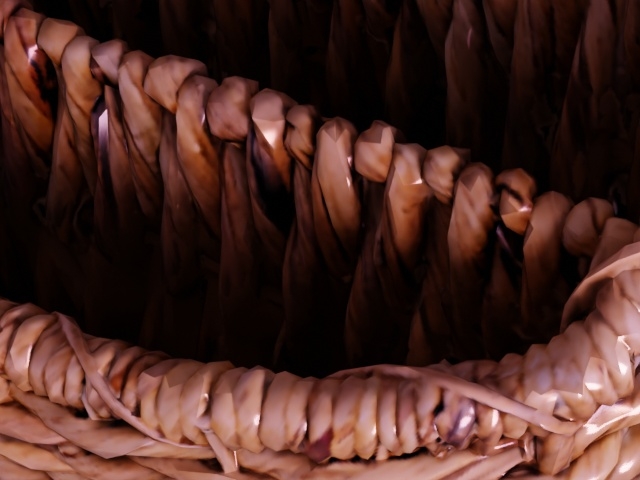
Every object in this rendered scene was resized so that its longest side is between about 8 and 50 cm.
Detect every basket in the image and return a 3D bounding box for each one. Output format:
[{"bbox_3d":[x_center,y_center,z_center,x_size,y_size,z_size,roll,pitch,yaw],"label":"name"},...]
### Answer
[{"bbox_3d":[-0.021,-0.044,0.425,0.213,0.299,0.223,-40,142,-40],"label":"basket"}]
